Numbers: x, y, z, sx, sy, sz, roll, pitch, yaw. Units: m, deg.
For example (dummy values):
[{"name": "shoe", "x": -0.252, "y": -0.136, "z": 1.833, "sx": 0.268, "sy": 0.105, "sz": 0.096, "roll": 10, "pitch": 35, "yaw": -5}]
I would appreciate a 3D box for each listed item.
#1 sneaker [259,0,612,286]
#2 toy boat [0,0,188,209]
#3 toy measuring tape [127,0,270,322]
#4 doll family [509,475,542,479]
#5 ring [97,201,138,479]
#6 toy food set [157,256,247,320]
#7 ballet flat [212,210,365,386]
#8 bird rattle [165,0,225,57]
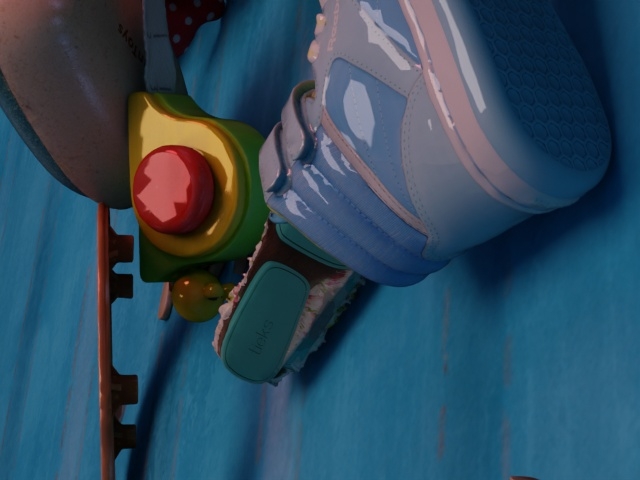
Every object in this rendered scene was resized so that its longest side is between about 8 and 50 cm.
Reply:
[{"name": "sneaker", "x": 0.022, "y": -0.120, "z": 0.937, "sx": 0.208, "sy": 0.127, "sz": 0.319, "roll": -40, "pitch": 57, "yaw": 40}, {"name": "toy boat", "x": -0.199, "y": -0.177, "z": 1.378, "sx": 0.148, "sy": 0.267, "sz": 0.318, "roll": -11, "pitch": 43, "yaw": 21}, {"name": "toy measuring tape", "x": -0.088, "y": -0.101, "z": 1.262, "sx": 0.121, "sy": 0.121, "sz": 0.330, "roll": 175, "pitch": 93, "yaw": -66}, {"name": "doll family", "x": 0.115, "y": 0.179, "z": 0.699, "sx": 0.193, "sy": 0.076, "sz": 0.111, "roll": -145, "pitch": 69, "yaw": -72}, {"name": "ring", "x": -0.159, "y": 0.138, "z": 1.283, "sx": 0.336, "sy": 0.032, "sz": 0.336, "roll": 180, "pitch": 90, "yaw": -83}, {"name": "toy food set", "x": -0.111, "y": -0.006, "z": 1.401, "sx": 0.192, "sy": 0.038, "sz": 0.132, "roll": -32, "pitch": 45, "yaw": 58}, {"name": "ballet flat", "x": 0.000, "y": 0.000, "z": 1.089, "sx": 0.241, "sy": 0.091, "sz": 0.077, "roll": -51, "pitch": 5, "yaw": 34}, {"name": "bird rattle", "x": -0.166, "y": -0.312, "z": 1.566, "sx": 0.143, "sy": 0.207, "sz": 0.253, "roll": 117, "pitch": 173, "yaw": -73}]
